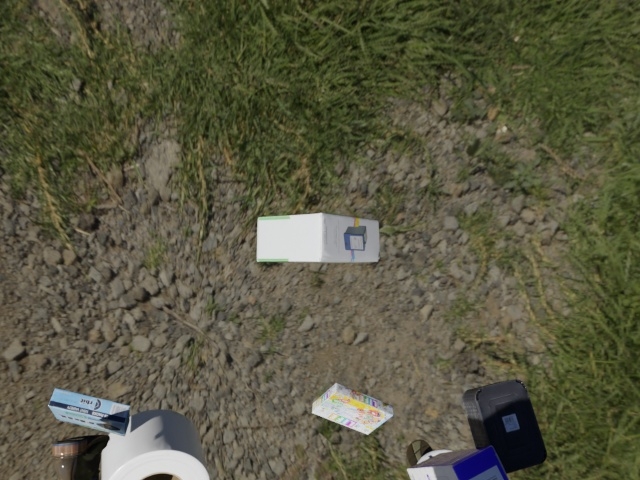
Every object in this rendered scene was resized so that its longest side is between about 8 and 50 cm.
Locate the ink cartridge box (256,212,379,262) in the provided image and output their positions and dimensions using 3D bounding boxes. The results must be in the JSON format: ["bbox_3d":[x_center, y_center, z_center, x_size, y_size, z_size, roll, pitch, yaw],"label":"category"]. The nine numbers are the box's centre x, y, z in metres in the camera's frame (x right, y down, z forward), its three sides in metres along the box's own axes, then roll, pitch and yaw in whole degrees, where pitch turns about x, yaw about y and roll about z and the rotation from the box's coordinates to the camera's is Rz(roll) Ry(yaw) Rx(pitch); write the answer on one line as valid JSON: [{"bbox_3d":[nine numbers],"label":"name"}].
[{"bbox_3d":[0.000,0.000,1.189,0.212,0.154,0.093,6,83,-54],"label":"ink cartridge box"}]

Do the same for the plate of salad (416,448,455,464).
[{"bbox_3d":[0.367,0.677,1.713,0.199,0.200,0.048,-8,128,-12],"label":"plate of salad"}]

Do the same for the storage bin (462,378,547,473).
[{"bbox_3d":[0.402,0.406,1.322,0.122,0.084,0.180,-11,76,-11],"label":"storage bin"}]

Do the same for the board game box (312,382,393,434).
[{"bbox_3d":[0.073,0.383,1.365,0.154,0.103,0.026,26,39,-18],"label":"board game box"}]

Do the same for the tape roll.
[{"bbox_3d":[-0.399,0.557,1.450,0.246,0.169,0.246,-7,110,-18],"label":"tape roll"}]

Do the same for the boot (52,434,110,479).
[{"bbox_3d":[-0.476,0.446,1.197,0.082,0.219,0.106,-5,77,-1],"label":"boot"}]

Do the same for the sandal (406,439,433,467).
[{"bbox_3d":[0.322,0.702,1.795,0.089,0.060,0.219,-17,48,-15],"label":"sandal"}]

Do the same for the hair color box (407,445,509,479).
[{"bbox_3d":[0.316,0.566,1.323,0.110,0.339,0.185,-20,73,-17],"label":"hair color box"}]

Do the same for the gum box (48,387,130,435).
[{"bbox_3d":[-0.499,0.378,1.315,0.156,0.184,0.041,16,60,-9],"label":"gum box"}]
